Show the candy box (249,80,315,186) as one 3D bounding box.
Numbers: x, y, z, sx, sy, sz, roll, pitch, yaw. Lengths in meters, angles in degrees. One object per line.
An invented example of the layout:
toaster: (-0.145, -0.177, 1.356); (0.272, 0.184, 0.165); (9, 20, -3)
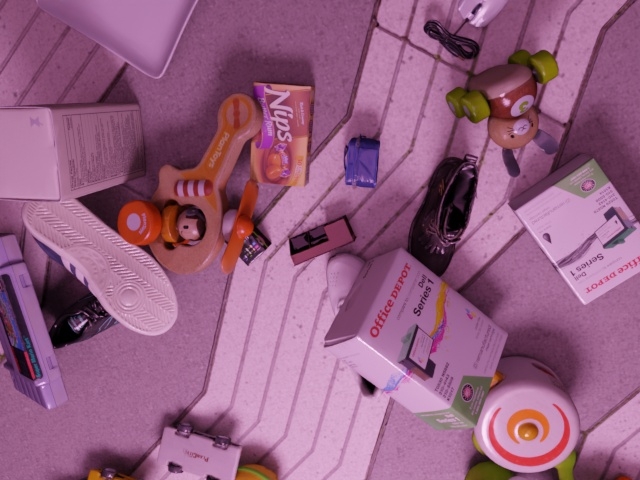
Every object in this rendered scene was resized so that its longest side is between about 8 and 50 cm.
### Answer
candy box: (-0.072, -0.199, 1.133); (0.109, 0.053, 0.186); (7, 106, 7)

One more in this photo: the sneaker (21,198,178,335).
sneaker: (-0.418, 0.043, 1.169); (0.131, 0.148, 0.350); (-45, 102, -20)

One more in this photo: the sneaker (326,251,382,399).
sneaker: (0.083, 0.165, 1.161); (0.111, 0.129, 0.296); (-18, 99, 15)

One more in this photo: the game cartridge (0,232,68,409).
game cartridge: (-0.624, 0.159, 1.229); (0.230, 0.068, 0.354); (2, 109, 52)

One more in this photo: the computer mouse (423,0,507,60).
computer mouse: (0.276, -0.411, 1.038); (0.106, 0.042, 0.193); (38, 106, -1)

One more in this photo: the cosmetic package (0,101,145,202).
cosmetic package: (-0.437, -0.166, 1.063); (0.129, 0.296, 0.153); (2, 103, 9)

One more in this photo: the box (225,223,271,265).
box: (-0.146, -0.001, 1.185); (0.052, 0.062, 0.083); (-42, 95, 14)

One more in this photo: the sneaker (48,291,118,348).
sneaker: (-0.448, 0.147, 1.242); (0.267, 0.106, 0.101); (-34, 96, 13)

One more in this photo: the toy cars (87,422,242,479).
toy cars: (-0.337, 0.513, 1.321); (0.394, 0.087, 0.176); (-31, 71, 9)

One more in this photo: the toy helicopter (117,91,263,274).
toy helicopter: (-0.194, -0.096, 1.102); (0.235, 0.140, 0.354); (32, 101, 22)

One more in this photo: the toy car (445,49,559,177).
toy car: (0.335, -0.206, 1.039); (0.155, 0.149, 0.188); (-30, 109, 3)

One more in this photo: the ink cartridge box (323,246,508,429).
ink cartridge box: (0.175, 0.177, 1.083); (0.278, 0.201, 0.117); (38, 149, -13)

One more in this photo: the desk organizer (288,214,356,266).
desk organizer: (0.000, 0.000, 1.175); (0.130, 0.047, 0.050); (-23, 97, 12)

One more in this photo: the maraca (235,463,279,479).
maraca: (-0.157, 0.539, 1.304); (0.186, 0.099, 0.127); (-5, 109, 33)

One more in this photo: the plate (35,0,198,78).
plate: (-0.346, -0.484, 1.105); (0.277, 0.045, 0.278); (32, 105, -1)

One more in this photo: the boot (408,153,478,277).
boot: (0.210, -0.029, 1.043); (0.091, 0.229, 0.262); (12, 105, 5)

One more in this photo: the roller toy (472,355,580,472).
roller toy: (0.383, 0.329, 1.150); (0.191, 0.146, 0.209); (-7, 102, 9)

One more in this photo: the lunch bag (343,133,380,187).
lunch bag: (0.075, -0.148, 1.117); (0.065, 0.067, 0.098); (5, 103, 6)

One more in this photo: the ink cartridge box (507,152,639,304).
ink cartridge box: (0.470, -0.020, 1.081); (0.160, 0.092, 0.219); (-37, 96, 15)

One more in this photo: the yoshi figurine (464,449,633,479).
yoshi figurine: (0.441, 0.517, 1.203); (0.363, 0.203, 0.203); (12, 146, -9)
